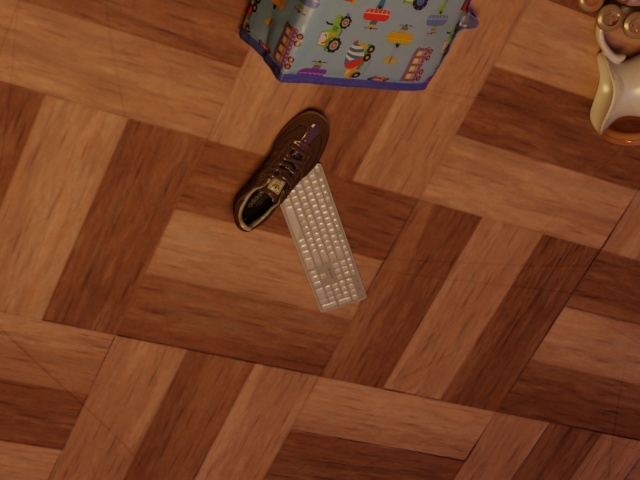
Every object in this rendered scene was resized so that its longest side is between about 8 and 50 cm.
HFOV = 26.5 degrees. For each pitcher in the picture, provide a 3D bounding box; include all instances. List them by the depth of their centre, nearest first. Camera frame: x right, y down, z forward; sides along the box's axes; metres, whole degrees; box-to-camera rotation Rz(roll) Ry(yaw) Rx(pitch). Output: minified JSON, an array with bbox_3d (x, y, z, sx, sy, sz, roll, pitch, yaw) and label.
[{"bbox_3d":[0.475,-0.239,1.853,0.207,0.125,0.177,-6,115,0],"label":"pitcher"}]

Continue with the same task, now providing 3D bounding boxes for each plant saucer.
[{"bbox_3d":[0.435,-0.157,1.910,0.083,0.083,0.013,-11,121,-11],"label":"plant saucer"}]

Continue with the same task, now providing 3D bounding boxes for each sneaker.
[{"bbox_3d":[-0.048,-0.084,1.800,0.066,0.071,0.188,31,112,-16],"label":"sneaker"}]

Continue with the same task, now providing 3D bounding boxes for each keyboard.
[{"bbox_3d":[0.000,0.000,1.921,0.072,0.014,0.256,-22,128,-3],"label":"keyboard"}]

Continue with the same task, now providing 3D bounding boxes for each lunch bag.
[{"bbox_3d":[0.083,-0.299,1.677,0.293,0.138,0.221,6,120,-33],"label":"lunch bag"}]

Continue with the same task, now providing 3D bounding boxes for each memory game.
[{"bbox_3d":[0.415,-0.355,1.773,0.186,0.012,0.186,-3,107,-11],"label":"memory game"}]
